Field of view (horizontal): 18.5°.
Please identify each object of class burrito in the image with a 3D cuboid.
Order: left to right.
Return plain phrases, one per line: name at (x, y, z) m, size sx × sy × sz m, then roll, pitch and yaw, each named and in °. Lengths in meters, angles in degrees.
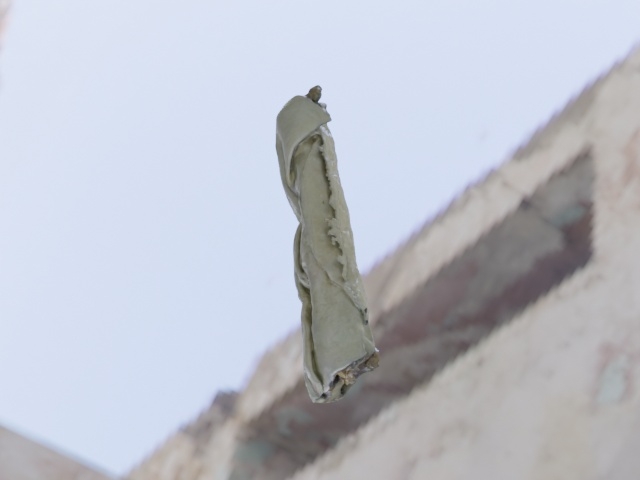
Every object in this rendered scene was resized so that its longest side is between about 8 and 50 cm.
burrito at (0.000, 0.000, 1.079) m, size 0.041 × 0.045 × 0.185 m, roll -13°, pitch -123°, yaw 7°
